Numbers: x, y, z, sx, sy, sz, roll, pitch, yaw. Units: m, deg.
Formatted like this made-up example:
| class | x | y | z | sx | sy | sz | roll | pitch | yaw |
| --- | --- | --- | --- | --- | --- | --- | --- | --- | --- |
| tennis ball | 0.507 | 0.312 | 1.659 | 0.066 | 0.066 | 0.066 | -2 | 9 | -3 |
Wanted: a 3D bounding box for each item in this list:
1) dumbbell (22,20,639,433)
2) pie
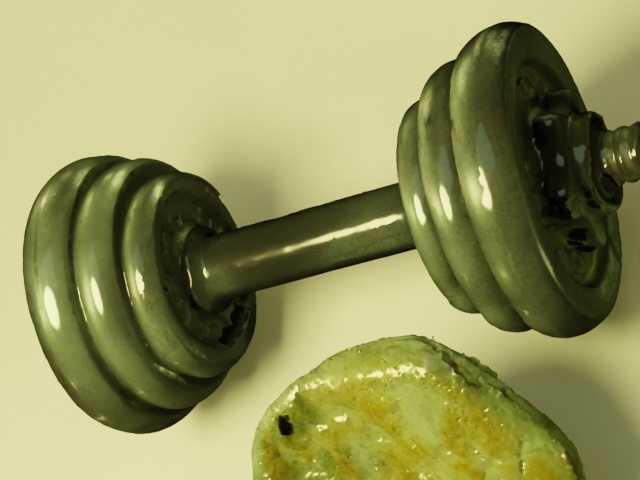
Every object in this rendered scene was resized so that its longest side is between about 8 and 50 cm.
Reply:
| class | x | y | z | sx | sy | sz | roll | pitch | yaw |
| --- | --- | --- | --- | --- | --- | --- | --- | --- | --- |
| dumbbell | 0.000 | 0.000 | 1.059 | 0.406 | 0.179 | 0.179 | -16 | 61 | 26 |
| pie | 0.053 | 0.136 | 0.987 | 0.187 | 0.041 | 0.187 | 7 | 112 | 18 |
